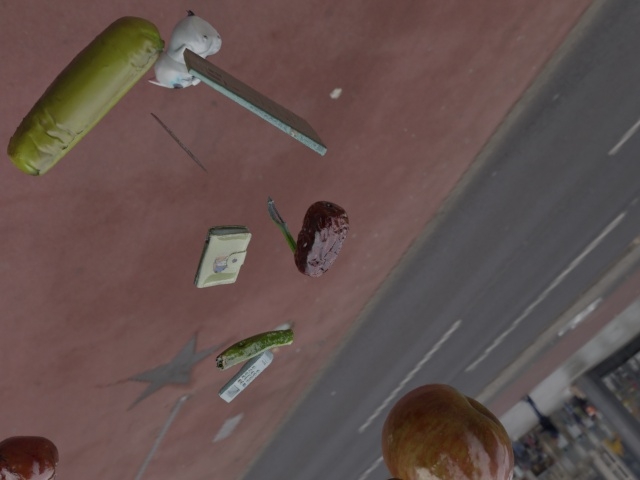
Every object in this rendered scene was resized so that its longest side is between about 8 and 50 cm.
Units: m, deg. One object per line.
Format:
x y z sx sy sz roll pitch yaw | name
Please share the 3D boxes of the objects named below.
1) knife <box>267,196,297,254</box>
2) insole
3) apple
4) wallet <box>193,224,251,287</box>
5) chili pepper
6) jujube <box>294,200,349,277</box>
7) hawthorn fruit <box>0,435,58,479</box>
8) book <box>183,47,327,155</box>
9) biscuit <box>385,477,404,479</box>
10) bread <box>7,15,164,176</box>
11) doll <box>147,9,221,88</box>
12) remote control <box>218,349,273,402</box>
-0.071 -0.014 1.511 0.022 0.184 0.026 -3 146 -49 | knife
-0.269 -0.185 1.410 0.004 0.064 0.188 -47 145 -6 | insole
0.298 0.464 1.683 0.309 0.250 0.277 12 179 -18 | apple
-0.223 0.034 1.662 0.110 0.039 0.155 -5 133 -34 | wallet
-0.153 0.250 1.728 0.202 0.051 0.050 -18 176 -28 | chili pepper
0.000 0.000 1.194 0.077 0.077 0.129 -3 118 -53 | jujube
-0.674 0.501 1.639 0.172 0.148 0.148 25 126 -16 | hawthorn fruit
-0.124 -0.258 1.349 0.283 0.215 0.025 30 103 -22 | book
0.115 0.528 1.361 0.138 0.205 0.031 -14 111 -1 | biscuit
-0.463 -0.288 1.430 0.383 0.166 0.112 -46 112 1 | bread
-0.305 -0.419 1.663 0.180 0.107 0.110 -54 167 24 | doll
-0.184 0.329 1.813 0.162 0.029 0.061 -43 147 -9 | remote control
